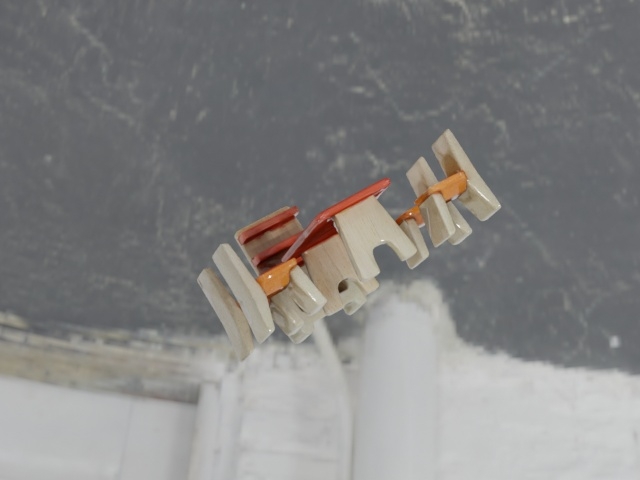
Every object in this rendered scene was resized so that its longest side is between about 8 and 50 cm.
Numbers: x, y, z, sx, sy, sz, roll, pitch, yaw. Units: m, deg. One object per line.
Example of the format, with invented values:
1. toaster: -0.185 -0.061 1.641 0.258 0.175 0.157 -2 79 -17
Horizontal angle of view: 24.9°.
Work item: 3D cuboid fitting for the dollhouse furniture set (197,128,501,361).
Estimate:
1. dollhouse furniture set: 0.000 0.000 1.409 0.262 0.135 0.259 -28 172 -22
